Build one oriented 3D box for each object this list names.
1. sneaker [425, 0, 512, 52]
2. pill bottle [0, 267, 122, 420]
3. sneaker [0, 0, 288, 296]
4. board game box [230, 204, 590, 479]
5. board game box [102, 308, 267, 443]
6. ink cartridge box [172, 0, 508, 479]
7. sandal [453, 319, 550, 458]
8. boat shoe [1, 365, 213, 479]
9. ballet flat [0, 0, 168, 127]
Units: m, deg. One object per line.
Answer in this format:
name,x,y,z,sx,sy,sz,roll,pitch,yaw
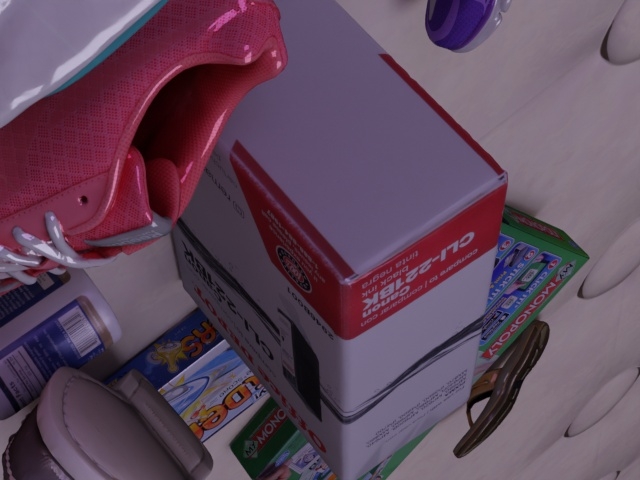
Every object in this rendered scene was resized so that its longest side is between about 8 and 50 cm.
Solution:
sneaker,0.079,-0.189,0.888,0.071,0.068,0.170,-15,138,-19
pill bottle,-0.185,0.065,0.872,0.120,0.067,0.067,-35,154,-16
sneaker,-0.140,-0.028,0.707,0.314,0.136,0.116,-49,154,14
board game box,0.085,0.100,1.330,0.317,0.046,0.213,-50,148,15
board game box,-0.097,0.110,1.115,0.201,0.035,0.136,-38,155,-11
ink cartridge box,0.000,0.000,0.888,0.114,0.197,0.273,-33,153,-17
sandal,0.195,0.162,1.630,0.180,0.049,0.072,-61,159,5
boat shoe,-0.138,0.143,0.879,0.097,0.116,0.324,-40,178,-1
ballet flat,-0.172,-0.094,0.587,0.400,0.139,0.139,-44,156,4
